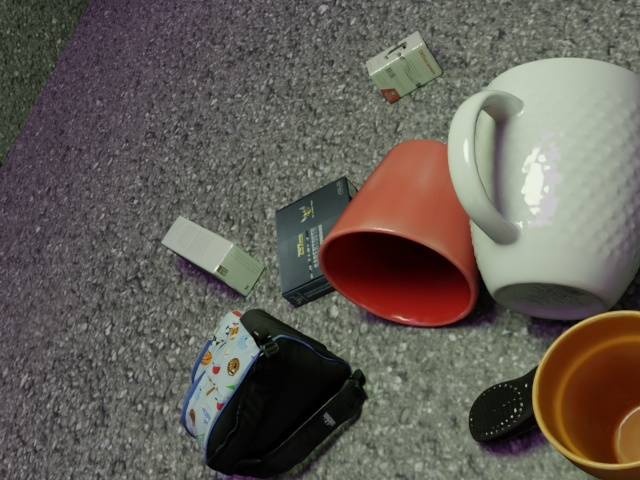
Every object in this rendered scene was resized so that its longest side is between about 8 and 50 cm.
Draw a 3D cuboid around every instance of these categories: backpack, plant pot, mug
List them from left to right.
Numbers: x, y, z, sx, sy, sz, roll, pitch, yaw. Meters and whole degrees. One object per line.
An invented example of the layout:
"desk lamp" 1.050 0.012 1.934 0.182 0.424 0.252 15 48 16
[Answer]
"backpack" -0.109 0.266 1.287 0.213 0.276 0.263 29 86 52
"plant pot" 0.165 -0.023 1.292 0.275 0.275 0.243 -3 47 37
"mug" 0.324 -0.078 1.107 0.276 0.374 0.328 -15 57 49
"plant pot" 0.401 0.223 0.943 0.205 0.188 0.205 -25 41 25

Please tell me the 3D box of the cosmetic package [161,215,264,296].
"cosmetic package" -0.242 0.032 1.660 0.231 0.117 0.085 22 76 45

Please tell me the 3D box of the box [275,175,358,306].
"box" 0.000 0.000 1.532 0.183 0.059 0.233 -26 46 23

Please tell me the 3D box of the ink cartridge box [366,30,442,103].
"ink cartridge box" 0.183 -0.379 1.639 0.135 0.099 0.056 -27 45 19

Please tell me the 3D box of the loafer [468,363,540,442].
"loafer" 0.312 0.242 1.093 0.220 0.078 0.080 -39 36 34
